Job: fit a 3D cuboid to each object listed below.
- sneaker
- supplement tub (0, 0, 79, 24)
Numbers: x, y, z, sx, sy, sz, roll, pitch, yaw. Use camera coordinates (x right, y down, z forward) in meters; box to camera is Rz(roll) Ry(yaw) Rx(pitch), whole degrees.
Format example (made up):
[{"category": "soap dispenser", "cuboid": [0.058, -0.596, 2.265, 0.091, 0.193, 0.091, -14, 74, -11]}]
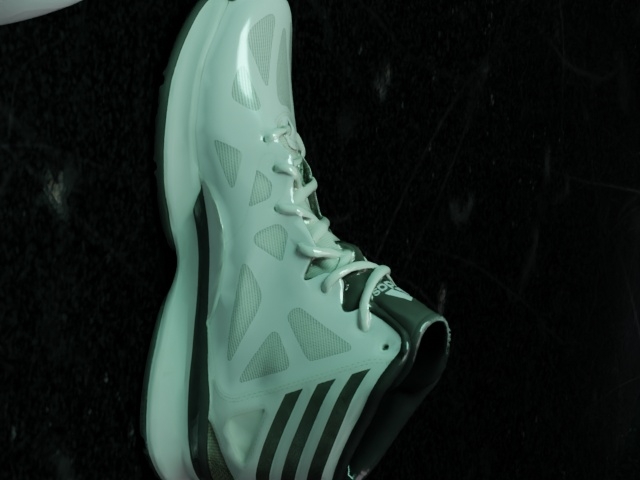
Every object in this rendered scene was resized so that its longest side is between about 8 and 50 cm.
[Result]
[{"category": "sneaker", "cuboid": [0.000, 0.001, 1.577, 0.169, 0.257, 0.448, 4, 89, -64]}, {"category": "supplement tub", "cuboid": [-0.223, -0.316, 1.099, 0.235, 0.235, 0.325, -61, 145, -41]}]
